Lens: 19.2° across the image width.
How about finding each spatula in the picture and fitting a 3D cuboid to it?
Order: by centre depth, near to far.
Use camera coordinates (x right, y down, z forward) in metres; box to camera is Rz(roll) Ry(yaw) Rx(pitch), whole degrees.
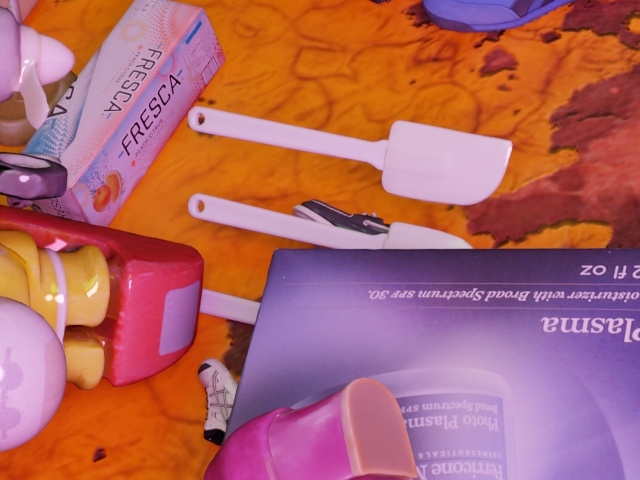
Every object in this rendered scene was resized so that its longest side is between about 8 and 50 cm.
[{"bbox_3d":[0.000,0.000,1.214,0.242,0.019,0.168,12,95,31],"label":"spatula"}]

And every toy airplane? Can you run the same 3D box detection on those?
[{"bbox_3d":[-0.257,0.044,1.083,0.384,0.386,0.272,-46,39,-18],"label":"toy airplane"}]

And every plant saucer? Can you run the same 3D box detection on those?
[{"bbox_3d":[-0.224,-0.108,1.446,0.083,0.015,0.083,-11,49,12],"label":"plant saucer"}]

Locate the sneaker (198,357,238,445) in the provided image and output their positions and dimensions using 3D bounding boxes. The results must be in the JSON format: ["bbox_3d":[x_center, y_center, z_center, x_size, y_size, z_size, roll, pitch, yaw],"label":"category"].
[{"bbox_3d":[-0.062,0.108,1.193,0.037,0.032,0.083,-33,48,-8],"label":"sneaker"}]

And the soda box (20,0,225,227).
[{"bbox_3d":[-0.145,-0.093,1.375,0.063,0.058,0.183,15,58,30],"label":"soda box"}]

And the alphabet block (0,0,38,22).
[{"bbox_3d":[-0.360,-0.198,1.454,0.192,0.193,0.197,9,56,29],"label":"alphabet block"}]

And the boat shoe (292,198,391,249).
[{"bbox_3d":[0.035,0.004,1.234,0.125,0.046,0.038,31,68,34],"label":"boat shoe"}]

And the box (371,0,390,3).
[{"bbox_3d":[0.000,-0.360,1.480,0.295,0.073,0.293,27,62,15],"label":"box"}]

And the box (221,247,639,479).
[{"bbox_3d":[0.102,0.167,0.984,0.296,0.183,0.294,-1,53,20],"label":"box"}]

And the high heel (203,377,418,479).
[{"bbox_3d":[-0.001,0.189,0.856,0.117,0.082,0.244,-32,61,40],"label":"high heel"}]

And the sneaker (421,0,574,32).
[{"bbox_3d":[0.168,-0.206,1.336,0.209,0.082,0.069,-11,51,14],"label":"sneaker"}]
